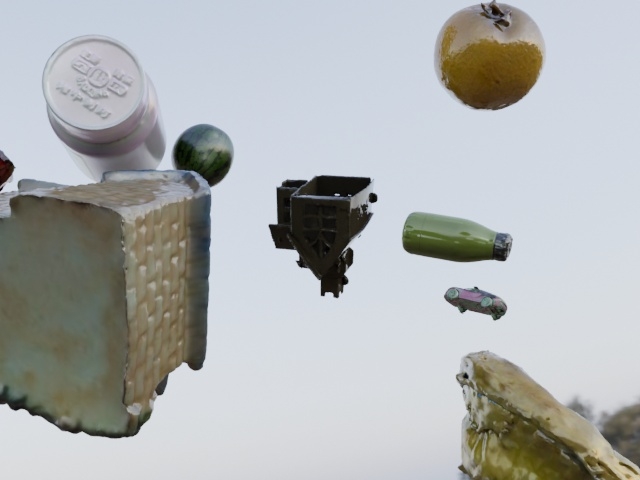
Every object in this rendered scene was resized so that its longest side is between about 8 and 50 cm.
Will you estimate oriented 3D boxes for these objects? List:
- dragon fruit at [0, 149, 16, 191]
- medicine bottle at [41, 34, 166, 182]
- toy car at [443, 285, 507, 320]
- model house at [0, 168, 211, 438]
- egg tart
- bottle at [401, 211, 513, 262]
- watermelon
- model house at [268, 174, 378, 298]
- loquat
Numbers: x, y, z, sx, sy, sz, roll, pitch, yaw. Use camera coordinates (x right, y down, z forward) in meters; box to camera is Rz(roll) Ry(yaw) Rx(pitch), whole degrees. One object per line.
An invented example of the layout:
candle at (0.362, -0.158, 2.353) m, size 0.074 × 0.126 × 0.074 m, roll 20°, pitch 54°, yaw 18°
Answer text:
dragon fruit at (-0.767, -0.160, 1.730) m, size 0.302 × 0.240 × 0.330 m, roll 4°, pitch 0°, yaw 0°
medicine bottle at (-0.425, -0.247, 1.641) m, size 0.214 × 0.213 × 0.378 m, roll -6°, pitch -9°, yaw -8°
toy car at (0.334, 0.129, 1.767) m, size 0.142 × 0.055 × 0.069 m, roll 11°, pitch -24°, yaw 39°
model house at (-0.398, 0.070, 1.455) m, size 0.445 × 0.395 × 0.400 m, roll 7°, pitch 18°, yaw 22°
egg tart at (0.315, 0.305, 1.076) m, size 0.169 × 0.388 × 0.388 m, roll -51°, pitch -24°, yaw -4°
bottle at (0.337, -0.002, 2.023) m, size 0.260 × 0.112 × 0.112 m, roll 10°, pitch -13°, yaw 22°
watermelon at (-0.274, -0.173, 1.860) m, size 0.141 × 0.187 × 0.140 m, roll 22°, pitch -18°, yaw 8°
model house at (0.000, 0.000, 1.733) m, size 0.204 × 0.243 × 0.211 m, roll 5°, pitch 19°, yaw 16°
loquat at (0.316, -0.347, 1.545) m, size 0.208 × 0.208 × 0.208 m, roll -8°, pitch -21°, yaw -3°
